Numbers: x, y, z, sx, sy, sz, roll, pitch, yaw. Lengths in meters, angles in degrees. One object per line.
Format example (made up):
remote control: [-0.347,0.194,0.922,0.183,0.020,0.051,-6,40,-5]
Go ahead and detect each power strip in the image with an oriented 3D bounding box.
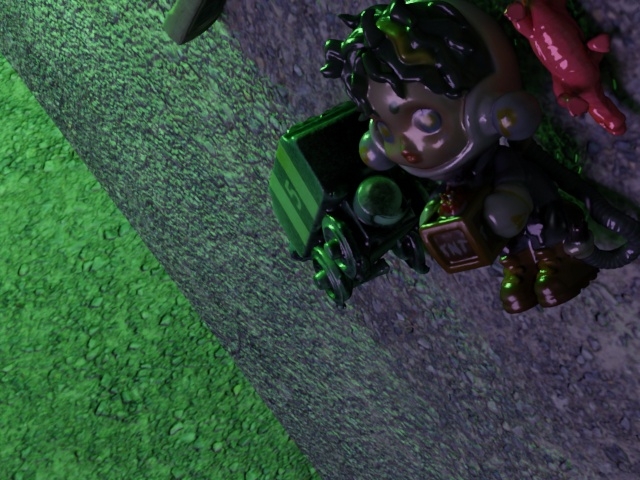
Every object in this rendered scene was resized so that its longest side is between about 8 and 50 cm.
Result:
power strip: [-0.161,-0.351,1.991,0.048,0.080,0.286,47,160,0]

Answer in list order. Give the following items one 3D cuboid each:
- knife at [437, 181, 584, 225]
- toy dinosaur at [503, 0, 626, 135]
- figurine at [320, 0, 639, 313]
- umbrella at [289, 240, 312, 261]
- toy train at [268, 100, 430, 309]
knife: [0.201,-0.058,1.681,0.278,0.053,0.123,33,159,49]
toy dinosaur: [0.209,-0.220,1.381,0.286,0.070,0.139,56,-176,-2]
figurine: [0.148,-0.095,1.500,0.261,0.186,0.382,-18,107,40]
umbrella: [0.001,-0.002,2.272,0.250,0.052,0.053,154,114,-72]
toy train: [0.044,-0.048,1.931,0.238,0.166,0.299,60,162,14]
